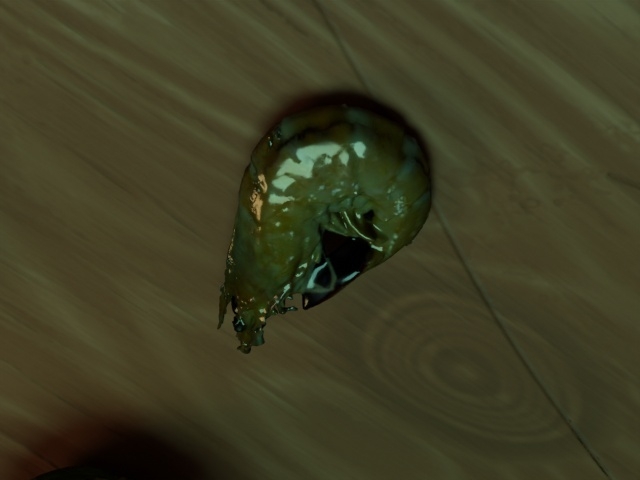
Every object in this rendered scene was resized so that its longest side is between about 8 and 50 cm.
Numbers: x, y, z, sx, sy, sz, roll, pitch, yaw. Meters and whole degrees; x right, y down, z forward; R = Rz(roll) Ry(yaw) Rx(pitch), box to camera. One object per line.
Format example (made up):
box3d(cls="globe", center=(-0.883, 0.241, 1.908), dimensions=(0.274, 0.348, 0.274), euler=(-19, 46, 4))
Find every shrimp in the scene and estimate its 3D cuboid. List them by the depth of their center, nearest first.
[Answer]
box3d(cls="shrimp", center=(0.000, 0.000, 1.463), dimensions=(0.152, 0.063, 0.287), euler=(8, 136, -12))

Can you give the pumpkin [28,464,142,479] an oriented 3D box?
box3d(cls="pumpkin", center=(-0.229, 0.366, 1.690), dimensions=(0.257, 0.327, 0.291), euler=(7, 155, -8))
